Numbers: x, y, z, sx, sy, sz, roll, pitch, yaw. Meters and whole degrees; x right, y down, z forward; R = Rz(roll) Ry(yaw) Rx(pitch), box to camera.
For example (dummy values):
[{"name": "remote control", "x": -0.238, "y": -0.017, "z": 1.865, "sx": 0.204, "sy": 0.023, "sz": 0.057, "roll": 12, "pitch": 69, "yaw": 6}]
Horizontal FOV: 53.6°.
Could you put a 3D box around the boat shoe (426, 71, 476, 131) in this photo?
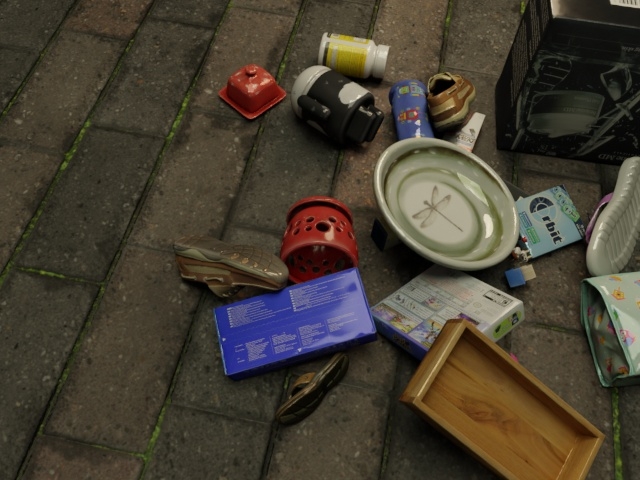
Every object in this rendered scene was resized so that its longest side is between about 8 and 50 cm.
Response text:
[{"name": "boat shoe", "x": 0.372, "y": -0.430, "z": 1.829, "sx": 0.123, "sy": 0.119, "sz": 0.324, "roll": -23, "pitch": 23, "yaw": 25}]

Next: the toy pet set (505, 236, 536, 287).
[{"name": "toy pet set", "x": 0.490, "y": 0.055, "z": 1.605, "sx": 0.065, "sy": 0.122, "sz": 0.114, "roll": -19, "pitch": 86, "yaw": -1}]

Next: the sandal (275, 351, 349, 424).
[{"name": "sandal", "x": -0.024, "y": 0.324, "z": 1.414, "sx": 0.060, "sy": 0.090, "sz": 0.219, "roll": 28, "pitch": 60, "yaw": 34}]

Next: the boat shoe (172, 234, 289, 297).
[{"name": "boat shoe", "x": -0.215, "y": 0.074, "z": 1.519, "sx": 0.325, "sy": 0.116, "sz": 0.123, "roll": 15, "pitch": 20, "yaw": 31}]

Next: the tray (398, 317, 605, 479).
[{"name": "tray", "x": 0.375, "y": 0.363, "z": 1.293, "sx": 0.411, "sy": 0.076, "sz": 0.202, "roll": 39, "pitch": 71, "yaw": -9}]

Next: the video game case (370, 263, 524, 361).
[{"name": "video game case", "x": 0.285, "y": 0.174, "z": 1.468, "sx": 0.244, "sy": 0.061, "sz": 0.269, "roll": -31, "pitch": 33, "yaw": -21}]

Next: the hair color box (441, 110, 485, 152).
[{"name": "hair color box", "x": 0.414, "y": -0.310, "z": 1.858, "sx": 0.093, "sy": 0.053, "sz": 0.167, "roll": 20, "pitch": 57, "yaw": 11}]

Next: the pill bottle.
[{"name": "pill bottle", "x": 0.104, "y": -0.572, "z": 1.974, "sx": 0.209, "sy": 0.119, "sz": 0.119, "roll": 11, "pitch": 57, "yaw": 5}]

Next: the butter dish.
[{"name": "butter dish", "x": -0.205, "y": -0.470, "z": 1.894, "sx": 0.160, "sy": 0.118, "sz": 0.160, "roll": 41, "pitch": 64, "yaw": 20}]

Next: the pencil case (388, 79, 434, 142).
[{"name": "pencil case", "x": 0.267, "y": -0.317, "z": 1.816, "sx": 0.120, "sy": 0.133, "sz": 0.306, "roll": -11, "pitch": 55, "yaw": 14}]

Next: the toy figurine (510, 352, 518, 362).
[{"name": "toy figurine", "x": 0.376, "y": 0.297, "z": 1.452, "sx": 0.159, "sy": 0.130, "sz": 0.173, "roll": -7, "pitch": 32, "yaw": -23}]

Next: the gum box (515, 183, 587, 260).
[{"name": "gum box", "x": 0.595, "y": -0.048, "z": 1.680, "sx": 0.185, "sy": 0.041, "sz": 0.156, "roll": -19, "pitch": 76, "yaw": -15}]

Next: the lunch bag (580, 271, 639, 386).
[{"name": "lunch bag", "x": 0.750, "y": 0.196, "z": 1.487, "sx": 0.224, "sy": 0.160, "sz": 0.262, "roll": -6, "pitch": 63, "yaw": -6}]

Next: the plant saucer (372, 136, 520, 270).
[{"name": "plant saucer", "x": 0.305, "y": -0.080, "z": 1.601, "sx": 0.401, "sy": 0.100, "sz": 0.400, "roll": 10, "pitch": 54, "yaw": -14}]

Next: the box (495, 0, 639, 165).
[{"name": "box", "x": 0.780, "y": -0.477, "z": 1.734, "sx": 0.480, "sy": 0.471, "sz": 0.297, "roll": 8, "pitch": 58, "yaw": 3}]

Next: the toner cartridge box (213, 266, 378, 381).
[{"name": "toner cartridge box", "x": -0.058, "y": 0.192, "z": 1.449, "sx": 0.348, "sy": 0.075, "sz": 0.165, "roll": -16, "pitch": 64, "yaw": 2}]

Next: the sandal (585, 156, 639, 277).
[{"name": "sandal", "x": 0.766, "y": -0.053, "z": 1.669, "sx": 0.102, "sy": 0.169, "sz": 0.416, "roll": -2, "pitch": 40, "yaw": 50}]

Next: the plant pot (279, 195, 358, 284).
[{"name": "plant pot", "x": 0.000, "y": 0.000, "z": 1.563, "sx": 0.191, "sy": 0.191, "sz": 0.174, "roll": 4, "pitch": 51, "yaw": 0}]

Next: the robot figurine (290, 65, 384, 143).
[{"name": "robot figurine", "x": 0.042, "y": -0.384, "z": 1.822, "sx": 0.278, "sy": 0.209, "sz": 0.173, "roll": 35, "pitch": 79, "yaw": 18}]

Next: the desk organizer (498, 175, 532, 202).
[{"name": "desk organizer", "x": 0.522, "y": -0.129, "z": 1.747, "sx": 0.130, "sy": 0.050, "sz": 0.047, "roll": 31, "pitch": 94, "yaw": -1}]

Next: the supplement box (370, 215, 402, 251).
[{"name": "supplement box", "x": 0.184, "y": -0.027, "z": 1.647, "sx": 0.083, "sy": 0.083, "sz": 0.056, "roll": -22, "pitch": 63, "yaw": -17}]
